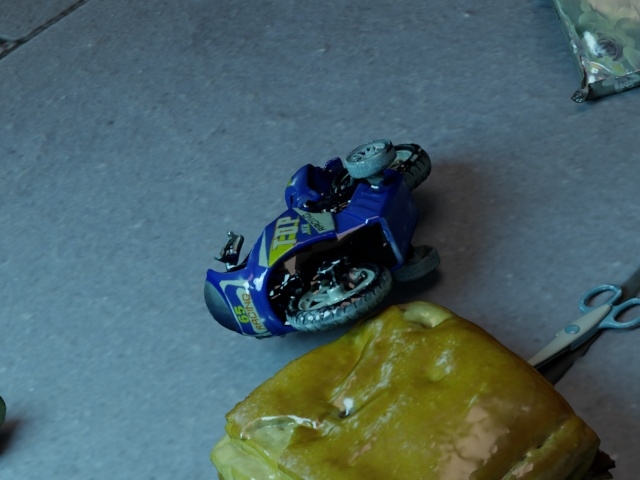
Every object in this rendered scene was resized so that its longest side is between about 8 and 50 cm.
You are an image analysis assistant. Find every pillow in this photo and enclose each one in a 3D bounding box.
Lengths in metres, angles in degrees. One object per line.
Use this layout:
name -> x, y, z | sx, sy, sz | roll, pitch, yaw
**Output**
pillow -> 0.274, -0.256, 1.264 | 0.169, 0.059, 0.255 | -21, 73, 10

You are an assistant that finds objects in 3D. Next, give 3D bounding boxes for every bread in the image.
bread -> 0.055, 0.137, 0.891 | 0.210, 0.099, 0.235 | -34, 36, -20

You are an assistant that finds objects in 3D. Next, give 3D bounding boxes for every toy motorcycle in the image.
toy motorcycle -> 0.000, 0.000, 1.090 | 0.168, 0.113, 0.315 | -18, 21, 20

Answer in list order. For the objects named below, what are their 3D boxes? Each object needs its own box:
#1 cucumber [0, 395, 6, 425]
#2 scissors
cucumber -> -0.358, 0.156, 1.107 | 0.214, 0.058, 0.052 | -6, 71, 23
scissors -> 0.192, 0.069, 0.992 | 0.119, 0.014, 0.058 | -32, 35, -23
